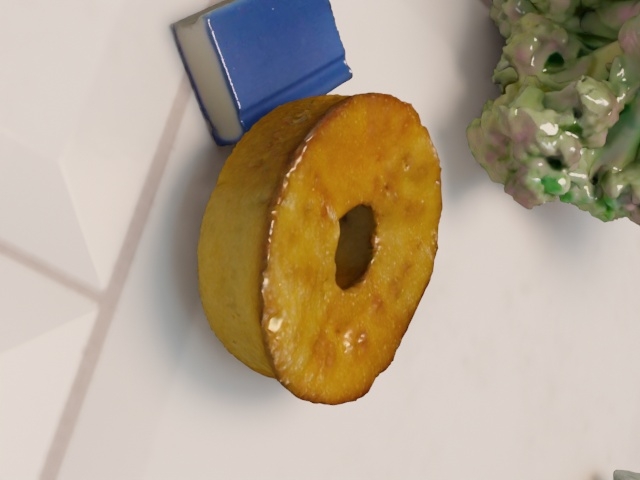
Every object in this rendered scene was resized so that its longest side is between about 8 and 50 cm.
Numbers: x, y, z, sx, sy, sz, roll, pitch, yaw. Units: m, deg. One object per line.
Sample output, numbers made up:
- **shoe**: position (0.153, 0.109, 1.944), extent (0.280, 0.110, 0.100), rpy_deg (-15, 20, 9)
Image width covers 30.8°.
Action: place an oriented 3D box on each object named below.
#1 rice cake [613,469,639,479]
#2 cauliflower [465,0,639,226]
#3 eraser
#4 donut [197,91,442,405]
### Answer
- **rice cake**: position (0.109, 0.211, 0.669), extent (0.336, 0.063, 0.066), rpy_deg (-16, 107, -47)
- **cauliflower**: position (0.209, -0.128, 0.654), extent (0.315, 0.238, 0.257), rpy_deg (90, 5, -79)
- **eraser**: position (-0.026, -0.091, 0.572), extent (0.084, 0.027, 0.063), rpy_deg (-35, 112, -42)
- **donut**: position (0.000, 0.000, 0.555), extent (0.152, 0.058, 0.152), rpy_deg (-20, 116, -49)
